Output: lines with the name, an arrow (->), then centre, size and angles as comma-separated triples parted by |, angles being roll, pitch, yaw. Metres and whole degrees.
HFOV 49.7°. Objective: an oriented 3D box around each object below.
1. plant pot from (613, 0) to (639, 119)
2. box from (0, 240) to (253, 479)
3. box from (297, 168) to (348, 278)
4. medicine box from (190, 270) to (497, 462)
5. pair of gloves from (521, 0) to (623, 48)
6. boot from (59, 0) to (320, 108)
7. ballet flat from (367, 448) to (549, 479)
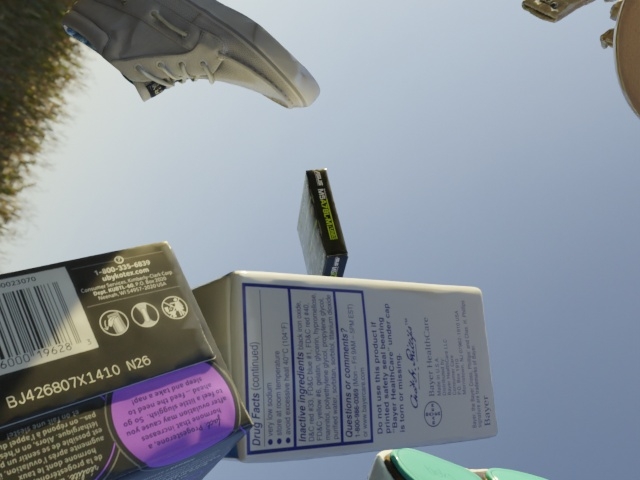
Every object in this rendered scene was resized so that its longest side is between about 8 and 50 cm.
plant pot -> 0.458, -0.245, 0.876 | 0.236, 0.236, 0.032 | -65, -158, -3
box -> -0.187, 0.143, 0.490 | 0.143, 0.165, 0.270 | 60, -41, 22
box -> 0.000, 0.000, 1.247 | 0.191, 0.045, 0.184 | 101, -19, -56
medicine box -> -0.023, 0.132, 0.690 | 0.263, 0.289, 0.149 | -21, -113, 51
pair of gloves -> 0.477, -0.381, 1.115 | 0.240, 0.042, 0.204 | 33, -115, 29
boot -> -0.134, -0.182, 0.702 | 0.123, 0.258, 0.095 | -54, 174, -7
ballet flat -> 0.199, 0.352, 0.852 | 0.139, 0.400, 0.139 | -35, -137, 42
